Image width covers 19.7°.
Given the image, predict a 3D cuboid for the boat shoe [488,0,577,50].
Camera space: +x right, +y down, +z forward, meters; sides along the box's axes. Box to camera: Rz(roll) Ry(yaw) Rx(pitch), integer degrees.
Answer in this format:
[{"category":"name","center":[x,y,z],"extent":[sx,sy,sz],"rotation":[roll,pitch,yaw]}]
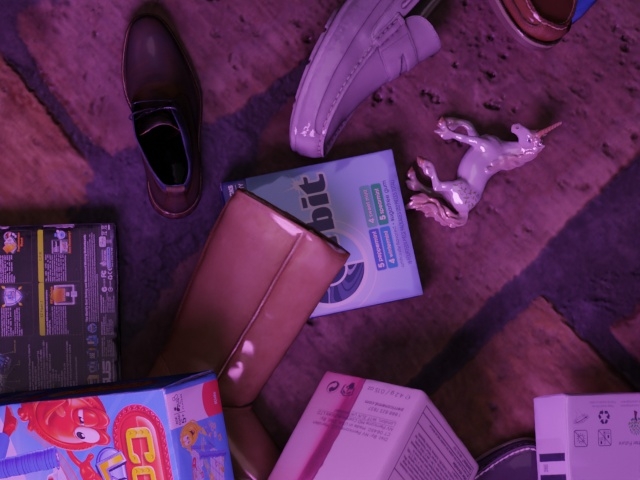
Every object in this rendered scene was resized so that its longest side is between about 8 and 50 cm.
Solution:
[{"category":"boat shoe","center":[0.225,-0.353,1.908],"extent":[0.110,0.104,0.307],"rotation":[6,69,-35]}]

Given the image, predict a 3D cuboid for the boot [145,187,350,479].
[{"category":"boot","center":[-0.048,0.120,1.842],"extent":[0.236,0.089,0.269],"rotation":[30,92,-7]}]

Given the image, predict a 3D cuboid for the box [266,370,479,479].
[{"category":"box","center":[0.032,0.267,1.784],"extent":[0.126,0.149,0.232],"rotation":[10,59,38]}]

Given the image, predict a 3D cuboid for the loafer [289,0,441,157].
[{"category":"loafer","center":[0.071,-0.219,1.915],"extent":[0.111,0.112,0.319],"rotation":[28,81,8]}]

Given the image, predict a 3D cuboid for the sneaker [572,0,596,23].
[{"category":"sneaker","center":[0.303,-0.320,1.963],"extent":[0.069,0.082,0.209],"rotation":[39,83,-1]}]

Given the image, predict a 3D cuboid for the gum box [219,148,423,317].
[{"category":"gum box","center":[0.000,0.000,1.916],"extent":[0.184,0.041,0.157],"rotation":[-12,85,-6]}]

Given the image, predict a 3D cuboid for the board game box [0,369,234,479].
[{"category":"board game box","center":[-0.218,0.292,1.739],"extent":[0.302,0.086,0.308],"rotation":[-9,92,32]}]

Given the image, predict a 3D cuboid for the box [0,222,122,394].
[{"category":"box","center":[-0.297,0.079,1.882],"extent":[0.184,0.045,0.191],"rotation":[-3,84,-3]}]

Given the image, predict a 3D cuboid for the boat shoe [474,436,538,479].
[{"category":"boat shoe","center":[0.135,0.310,1.862],"extent":[0.285,0.092,0.103],"rotation":[-38,89,-7]}]

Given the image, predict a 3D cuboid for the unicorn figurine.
[{"category":"unicorn figurine","center":[0.163,-0.085,1.939],"extent":[0.111,0.060,0.162],"rotation":[30,98,-1]}]

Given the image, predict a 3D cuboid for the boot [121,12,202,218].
[{"category":"boot","center":[-0.158,-0.137,1.887],"extent":[0.082,0.106,0.219],"rotation":[-11,84,-6]}]

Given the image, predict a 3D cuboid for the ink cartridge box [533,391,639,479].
[{"category":"ink cartridge box","center":[0.305,0.320,1.863],"extent":[0.165,0.065,0.333],"rotation":[3,80,-30]}]
